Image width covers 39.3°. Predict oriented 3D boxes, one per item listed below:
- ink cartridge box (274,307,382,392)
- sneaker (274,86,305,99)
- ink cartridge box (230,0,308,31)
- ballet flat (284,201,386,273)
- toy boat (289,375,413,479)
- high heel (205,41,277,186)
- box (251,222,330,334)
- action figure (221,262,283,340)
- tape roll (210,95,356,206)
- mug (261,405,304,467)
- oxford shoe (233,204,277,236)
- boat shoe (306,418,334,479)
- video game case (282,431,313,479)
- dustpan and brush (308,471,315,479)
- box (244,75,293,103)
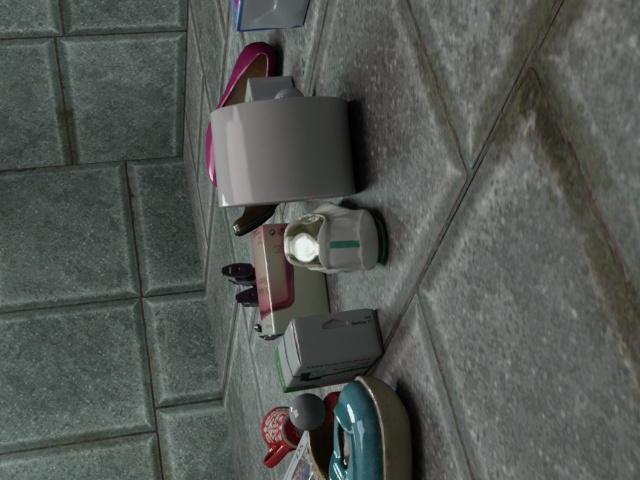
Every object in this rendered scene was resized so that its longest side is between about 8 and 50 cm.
[{"bbox_3d":[0.011,0.199,1.600,0.208,0.153,0.087,113,147,-65],"label":"ink cartridge box"},{"bbox_3d":[-0.083,-0.226,1.906,0.153,0.101,0.269,-115,21,-47],"label":"sneaker"},{"bbox_3d":[-0.118,-0.657,1.787,0.270,0.151,0.395,113,149,-64],"label":"ink cartridge box"},{"bbox_3d":[0.000,0.000,1.607,0.400,0.139,0.139,179,85,-77],"label":"ballet flat"},{"bbox_3d":[0.049,0.339,1.510,0.318,0.148,0.267,-136,41,-69],"label":"toy boat"},{"bbox_3d":[-0.199,-0.295,2.154,0.181,0.127,0.377,-111,35,-74],"label":"high heel"},{"bbox_3d":[-0.066,0.082,1.919,0.148,0.126,0.232,153,111,-75],"label":"box"},{"bbox_3d":[-0.130,0.134,2.128,0.285,0.099,0.185,47,-153,-64],"label":"action figure"},{"bbox_3d":[-0.065,-0.150,1.571,0.246,0.246,0.169,179,86,-76],"label":"tape roll"},{"bbox_3d":[-0.069,0.468,2.137,0.169,0.113,0.150,143,131,-69],"label":"mug"},{"bbox_3d":[-0.143,-0.087,1.981,0.083,0.227,0.096,-30,106,37],"label":"oxford shoe"},{"bbox_3d":[0.034,0.451,1.713,0.089,0.104,0.285,107,153,-52],"label":"boat shoe"},{"bbox_3d":[-0.015,0.560,1.945,0.275,0.035,0.248,-117,44,-57],"label":"video game case"},{"bbox_3d":[-0.008,0.525,1.824,0.211,0.060,0.147,-42,43,54],"label":"dustpan and brush"},{"bbox_3d":[-0.111,-0.302,1.996,0.101,0.102,0.087,107,155,-61],"label":"box"}]
